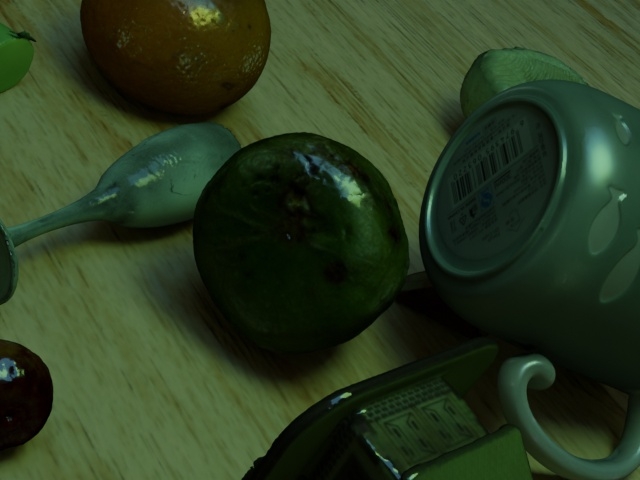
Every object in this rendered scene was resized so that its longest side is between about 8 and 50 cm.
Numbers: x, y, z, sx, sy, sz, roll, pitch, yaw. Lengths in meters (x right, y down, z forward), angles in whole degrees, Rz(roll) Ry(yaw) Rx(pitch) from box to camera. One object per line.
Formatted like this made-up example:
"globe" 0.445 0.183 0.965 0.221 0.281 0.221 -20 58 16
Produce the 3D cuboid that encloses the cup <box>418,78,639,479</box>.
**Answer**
"cup" 0.245 0.042 1.053 0.274 0.259 0.356 23 70 -30

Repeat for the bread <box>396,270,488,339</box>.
"bread" 0.134 0.056 1.148 0.109 0.062 0.043 29 39 5

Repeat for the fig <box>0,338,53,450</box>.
"fig" -0.260 0.105 0.851 0.089 0.088 0.125 -10 28 -38

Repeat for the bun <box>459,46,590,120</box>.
"bun" 0.267 -0.165 1.463 0.195 0.118 0.195 14 42 -13

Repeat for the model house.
"model house" 0.094 0.241 0.785 0.218 0.205 0.278 -14 57 -40

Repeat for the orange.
"orange" -0.163 -0.249 1.281 0.224 0.170 0.224 17 34 -12

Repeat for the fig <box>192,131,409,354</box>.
"fig" 0.000 0.000 1.052 0.203 0.203 0.235 33 15 14

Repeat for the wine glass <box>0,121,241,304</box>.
"wine glass" -0.210 -0.117 1.024 0.096 0.264 0.309 4 21 37

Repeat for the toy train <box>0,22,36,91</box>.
"toy train" -0.423 -0.234 1.188 0.253 0.105 0.157 32 22 13
